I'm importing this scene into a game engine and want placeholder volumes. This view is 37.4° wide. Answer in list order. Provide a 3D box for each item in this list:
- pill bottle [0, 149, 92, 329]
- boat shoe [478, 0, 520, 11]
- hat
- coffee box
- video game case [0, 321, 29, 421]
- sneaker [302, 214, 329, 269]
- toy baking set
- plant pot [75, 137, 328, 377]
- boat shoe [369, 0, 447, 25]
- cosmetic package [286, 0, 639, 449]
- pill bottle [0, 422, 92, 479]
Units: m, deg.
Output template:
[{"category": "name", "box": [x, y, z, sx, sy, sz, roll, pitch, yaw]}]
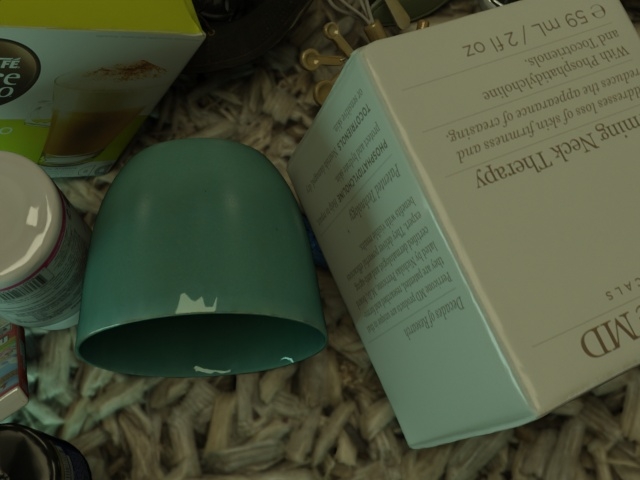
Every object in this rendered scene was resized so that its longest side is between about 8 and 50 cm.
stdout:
[{"category": "pill bottle", "box": [-0.357, 0.015, 1.143, 0.160, 0.283, 0.160, 0, 73, 0]}, {"category": "boat shoe", "box": [0.362, -0.371, 1.260, 0.306, 0.105, 0.113, -11, 73, -3]}, {"category": "hat", "box": [-0.136, -0.364, 1.335, 0.331, 0.134, 0.331, -3, 80, 15]}, {"category": "coffee box", "box": [-0.399, -0.296, 1.152, 0.338, 0.334, 0.338, -7, 69, -39]}, {"category": "video game case", "box": [-0.437, 0.190, 1.107, 0.204, 0.285, 0.025, -33, 109, -10]}, {"category": "sneaker", "box": [0.000, 0.000, 1.252, 0.209, 0.082, 0.069, 17, 75, 7]}, {"category": "toy baking set", "box": [0.072, -0.269, 1.292, 0.197, 0.030, 0.256, 20, 84, -35]}, {"category": "plant pot", "box": [-0.145, 0.019, 1.142, 0.293, 0.293, 0.235, -5, 69, -1]}, {"category": "boat shoe", "box": [0.165, -0.386, 1.354, 0.228, 0.081, 0.068, -25, 62, 18]}, {"category": "cosmetic package", "box": [0.211, -0.018, 1.080, 0.329, 0.327, 0.393, -21, 79, -21]}, {"category": "pill bottle", "box": [-0.334, 0.283, 1.092, 0.123, 0.219, 0.123, 0, 72, 1]}]
